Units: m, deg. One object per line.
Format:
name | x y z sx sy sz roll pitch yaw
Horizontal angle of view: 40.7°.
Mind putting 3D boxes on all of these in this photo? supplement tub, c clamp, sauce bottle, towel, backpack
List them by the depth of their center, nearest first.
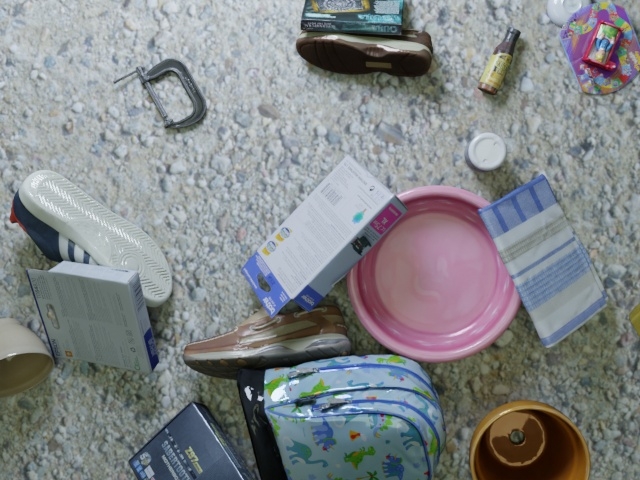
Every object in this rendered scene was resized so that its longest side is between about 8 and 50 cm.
towel | 0.412 0.036 1.586 0.209 0.034 0.284 -28 91 -37
backpack | 0.052 0.348 1.588 0.356 0.273 0.290 -14 110 -9
supplement tub | 0.306 -0.163 1.606 0.071 0.107 0.070 0 92 5
sauce bottle | 0.339 -0.339 1.629 0.042 0.042 0.128 23 95 3
c clamp | -0.306 -0.285 1.696 0.137 0.022 0.160 -35 88 0

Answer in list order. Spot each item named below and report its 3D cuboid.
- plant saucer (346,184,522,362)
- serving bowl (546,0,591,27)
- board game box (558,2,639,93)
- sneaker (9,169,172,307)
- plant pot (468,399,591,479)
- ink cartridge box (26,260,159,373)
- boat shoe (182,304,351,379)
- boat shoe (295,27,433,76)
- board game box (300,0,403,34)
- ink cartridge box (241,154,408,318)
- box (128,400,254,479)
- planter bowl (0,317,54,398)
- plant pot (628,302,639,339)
plant saucer | 0.216 0.062 1.635 0.333 0.084 0.331 0 93 4
serving bowl | 0.469 -0.442 1.621 0.084 0.027 0.083 0 92 5
board game box | 0.528 -0.357 1.603 0.133 0.033 0.168 -24 100 4
sneaker | -0.449 0.017 1.680 0.350 0.131 0.148 43 131 -12
plant pot | 0.370 0.382 1.584 0.205 0.188 0.205 0 93 4
ink cartridge box | -0.432 0.144 1.650 0.224 0.045 0.223 7 124 18
boat shoe | -0.103 0.192 1.662 0.325 0.123 0.116 -7 60 5
boat shoe | 0.086 -0.372 1.637 0.258 0.095 0.095 11 59 6
board game box | 0.061 -0.429 1.613 0.186 0.126 0.026 4 134 5
ink cartridge box | 0.000 0.000 1.606 0.311 0.186 0.065 -44 129 3
box | -0.241 0.454 1.650 0.183 0.059 0.232 -42 59 5
planter bowl | -0.616 0.220 1.683 0.162 0.162 0.109 -33 64 5
plant pot | 0.625 0.148 1.611 0.083 0.081 0.081 -28 90 17
